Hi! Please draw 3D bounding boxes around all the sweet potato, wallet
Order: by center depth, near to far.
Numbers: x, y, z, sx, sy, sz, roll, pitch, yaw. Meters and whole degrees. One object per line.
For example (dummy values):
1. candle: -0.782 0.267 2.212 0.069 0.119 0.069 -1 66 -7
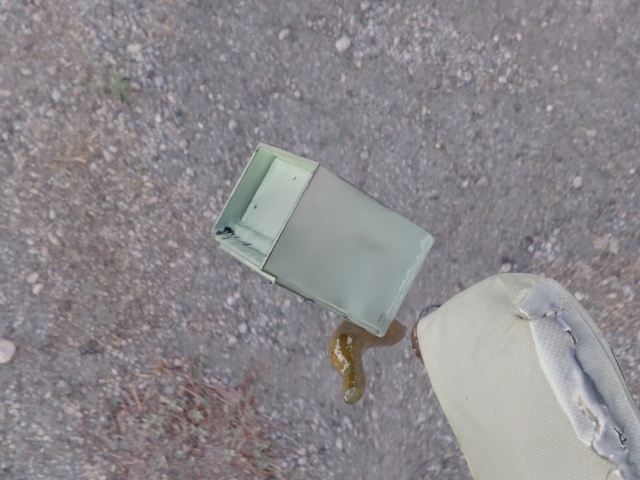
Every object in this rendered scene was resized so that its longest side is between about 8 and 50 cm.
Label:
1. wallet: 0.183 0.176 0.622 0.068 0.275 0.335 -12 70 -17
2. sweet potato: 0.074 0.184 1.304 0.108 0.346 0.079 27 112 12

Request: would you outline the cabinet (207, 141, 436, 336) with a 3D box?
1. cabinet: 0.000 0.000 0.893 0.145 0.206 0.150 28 89 54
